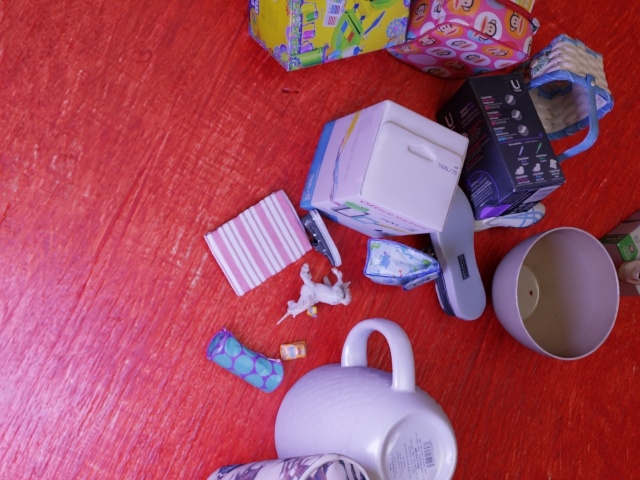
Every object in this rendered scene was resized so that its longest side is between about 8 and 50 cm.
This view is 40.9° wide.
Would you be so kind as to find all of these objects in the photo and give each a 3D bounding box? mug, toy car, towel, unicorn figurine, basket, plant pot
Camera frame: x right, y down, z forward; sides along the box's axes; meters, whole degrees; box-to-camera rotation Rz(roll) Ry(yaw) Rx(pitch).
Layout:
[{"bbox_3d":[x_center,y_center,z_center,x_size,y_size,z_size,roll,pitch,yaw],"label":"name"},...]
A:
[{"bbox_3d":[0.102,0.336,1.641,0.276,0.328,0.374,5,85,-25],"label":"mug"},{"bbox_3d":[-0.043,0.186,1.739,0.060,0.040,0.122,13,82,-24],"label":"toy car"},{"bbox_3d":[-0.122,0.003,1.720,0.197,0.029,0.144,-33,104,-23],"label":"towel"},{"bbox_3d":[-0.010,0.104,1.733,0.161,0.060,0.111,-1,50,-9],"label":"unicorn figurine"},{"bbox_3d":[0.519,-0.288,1.921,0.201,0.254,0.289,17,62,-25],"label":"basket"},{"bbox_3d":[0.489,0.116,1.912,0.284,0.191,0.284,1,87,-26],"label":"plant pot"}]

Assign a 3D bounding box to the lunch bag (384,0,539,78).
[{"bbox_3d":[0.302,-0.421,1.795,0.258,0.293,0.120,18,81,-27],"label":"lunch bag"}]

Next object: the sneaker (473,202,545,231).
[{"bbox_3d":[0.413,-0.070,1.941,0.237,0.085,0.086,-7,106,-25],"label":"sneaker"}]

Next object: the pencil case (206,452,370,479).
[{"bbox_3d":[-0.074,0.481,1.523,0.159,0.410,0.184,8,71,-31],"label":"pencil case"}]

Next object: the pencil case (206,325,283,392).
[{"bbox_3d":[-0.145,0.234,1.675,0.151,0.064,0.070,33,90,-21],"label":"pencil case"}]

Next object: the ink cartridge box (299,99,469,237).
[{"bbox_3d":[0.121,-0.132,1.706,0.198,0.270,0.197,22,78,-22],"label":"ink cartridge box"}]

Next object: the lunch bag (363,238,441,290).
[{"bbox_3d":[0.173,0.053,1.769,0.151,0.129,0.096,6,84,10],"label":"lunch bag"}]

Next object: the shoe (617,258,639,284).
[{"bbox_3d":[0.806,0.071,2.041,0.219,0.058,0.077,-8,92,-25],"label":"shoe"}]

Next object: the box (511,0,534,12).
[{"bbox_3d":[0.409,-0.537,1.950,0.103,0.114,0.203,26,76,-22],"label":"box"}]

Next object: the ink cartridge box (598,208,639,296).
[{"bbox_3d":[0.796,0.022,2.119,0.208,0.087,0.153,-33,102,-23],"label":"ink cartridge box"}]

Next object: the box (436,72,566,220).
[{"bbox_3d":[0.384,-0.202,1.852,0.143,0.165,0.270,-11,73,-25],"label":"box"}]

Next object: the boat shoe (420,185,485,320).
[{"bbox_3d":[0.277,0.022,1.865,0.113,0.105,0.306,-25,104,-28],"label":"boat shoe"}]

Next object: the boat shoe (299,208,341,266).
[{"bbox_3d":[0.000,0.000,1.757,0.040,0.049,0.142,-30,119,-7],"label":"boat shoe"}]

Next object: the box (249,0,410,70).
[{"bbox_3d":[0.023,-0.518,1.654,0.279,0.177,0.290,-18,136,-25],"label":"box"}]
